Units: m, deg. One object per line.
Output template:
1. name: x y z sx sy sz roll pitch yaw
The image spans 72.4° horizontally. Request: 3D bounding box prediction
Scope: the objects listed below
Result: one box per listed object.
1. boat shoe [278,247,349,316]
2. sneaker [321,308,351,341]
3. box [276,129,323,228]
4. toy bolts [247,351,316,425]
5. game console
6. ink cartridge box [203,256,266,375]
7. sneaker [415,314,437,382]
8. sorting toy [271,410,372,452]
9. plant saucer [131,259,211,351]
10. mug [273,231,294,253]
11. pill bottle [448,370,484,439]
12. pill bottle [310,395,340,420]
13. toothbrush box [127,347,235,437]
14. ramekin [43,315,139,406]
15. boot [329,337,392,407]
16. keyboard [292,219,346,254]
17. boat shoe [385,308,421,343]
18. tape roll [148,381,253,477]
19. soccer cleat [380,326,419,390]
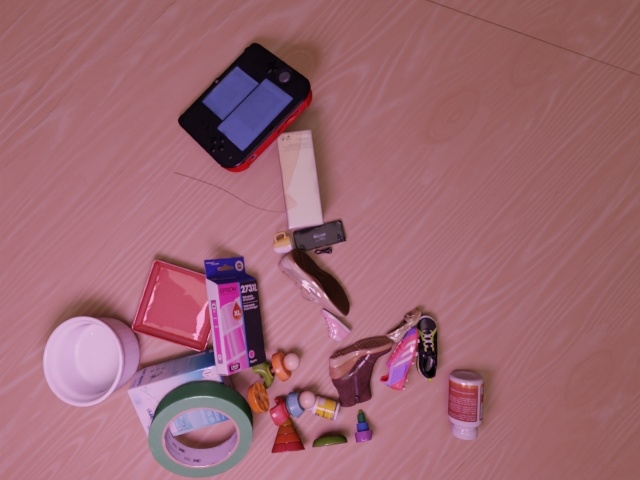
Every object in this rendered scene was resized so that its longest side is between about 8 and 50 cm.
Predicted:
1. boat shoe: -0.021 0.161 1.527 0.302 0.109 0.098 45 125 -12
2. sneaker: 0.040 0.308 1.555 0.134 0.051 0.070 43 84 -10
3. box: -0.070 -0.200 1.475 0.121 0.148 0.312 -7 92 -3
4. toy bolts: -0.120 0.513 1.479 0.158 0.218 0.229 -25 102 10
5. game console: -0.247 -0.437 1.421 0.386 0.060 0.342 -46 68 -2
6. ink cartridge box: -0.280 0.239 1.448 0.069 0.175 0.372 -13 84 37
7. sneaker: 0.392 0.386 1.566 0.084 0.097 0.235 -4 93 -5
8. sorting toy: 0.002 0.672 1.564 0.364 0.127 0.126 -5 64 -7
9. plant saucer: -0.483 0.223 1.510 0.258 0.048 0.259 18 91 -6
10. mug: -0.133 0.010 1.525 0.064 0.062 0.078 -15 88 5
11. pill bottle: 0.522 0.591 1.576 0.121 0.121 0.217 1 93 -5
12. pill bottle: 0.007 0.593 1.556 0.116 0.065 0.065 14 92 9
13. toothbrush box: -0.454 0.514 1.469 0.295 0.126 0.217 -14 107 -3
14. ramekin: -0.734 0.381 1.425 0.276 0.135 0.278 -1 85 9
15. boot: 0.159 0.473 1.573 0.248 0.090 0.207 -18 106 -5
16. keyboard: 0.000 0.000 1.552 0.180 0.023 0.108 -14 88 -3
17. boat shoe: 0.301 0.301 1.577 0.048 0.056 0.153 41 96 -10
18. tape roll: -0.379 0.609 1.403 0.320 0.077 0.322 -3 110 -9
19. soccer cleat: 0.285 0.417 1.552 0.094 0.083 0.248 15 107 9
